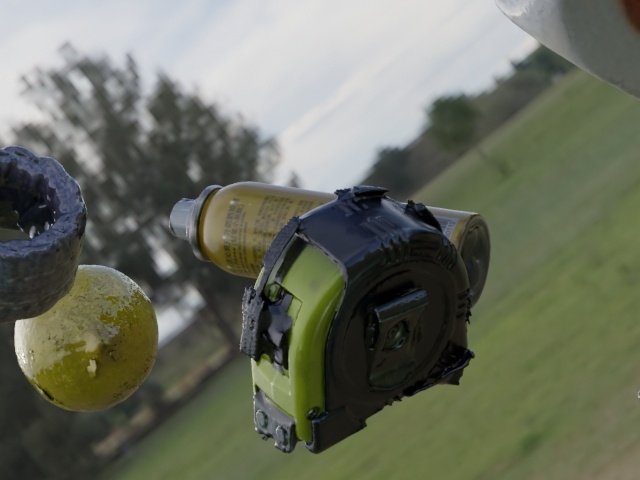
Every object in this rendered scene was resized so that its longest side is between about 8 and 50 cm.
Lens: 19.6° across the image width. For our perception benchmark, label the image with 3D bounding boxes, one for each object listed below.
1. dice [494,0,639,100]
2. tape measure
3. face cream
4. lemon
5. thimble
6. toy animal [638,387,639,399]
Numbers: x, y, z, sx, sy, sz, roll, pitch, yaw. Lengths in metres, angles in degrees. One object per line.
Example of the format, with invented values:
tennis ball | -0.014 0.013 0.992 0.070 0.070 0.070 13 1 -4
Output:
dice | 0.362 -0.316 2.153 0.243 0.259 0.251 -62 18 16
tape measure | 0.029 0.059 1.464 0.199 0.112 0.186 -25 -53 -29
face cream | 0.000 0.000 1.950 0.349 0.105 0.105 8 22 25
lemon | -0.275 0.115 2.189 0.173 0.173 0.206 -38 16 -7
thimble | -0.286 -0.007 1.675 0.150 0.150 0.098 -37 -24 -40
toy animal | 0.330 0.115 1.405 0.097 0.157 0.312 -25 29 43
